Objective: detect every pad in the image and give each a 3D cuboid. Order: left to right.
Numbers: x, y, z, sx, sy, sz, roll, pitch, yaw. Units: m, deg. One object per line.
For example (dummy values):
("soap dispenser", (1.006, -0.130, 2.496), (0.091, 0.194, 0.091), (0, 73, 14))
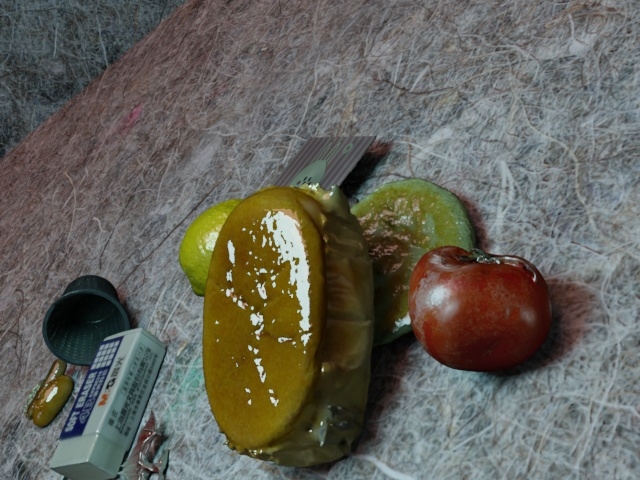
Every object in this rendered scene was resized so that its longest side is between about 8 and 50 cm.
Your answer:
("pad", (-0.020, -0.127, 1.570), (0.202, 0.005, 0.299), (-53, 24, -10))

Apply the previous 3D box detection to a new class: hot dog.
("hot dog", (-0.571, 0.321, 1.703), (0.140, 0.060, 0.089), (-51, 38, -14))

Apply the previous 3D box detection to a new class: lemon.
("lemon", (-0.162, 0.017, 1.468), (0.193, 0.180, 0.181), (-21, 40, 30))

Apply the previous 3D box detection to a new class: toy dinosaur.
("toy dinosaur", (-0.297, 0.386, 1.354), (0.108, 0.032, 0.220), (-23, 49, 25))

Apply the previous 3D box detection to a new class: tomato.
("tomato", (0.200, 0.085, 1.023), (0.186, 0.152, 0.187), (-6, 13, 1))

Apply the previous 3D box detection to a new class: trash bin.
("trash bin", (-0.494, 0.157, 1.716), (0.175, 0.175, 0.161), (-44, 22, 4))

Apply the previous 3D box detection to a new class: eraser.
("eraser", (-0.392, 0.304, 1.500), (0.124, 0.081, 0.279), (-18, 42, 36))

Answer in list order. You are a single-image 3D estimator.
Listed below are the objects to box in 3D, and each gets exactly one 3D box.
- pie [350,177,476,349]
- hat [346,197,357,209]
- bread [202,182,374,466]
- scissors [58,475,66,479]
("pie", (0.106, 0.040, 1.243), (0.323, 0.070, 0.323), (-25, 42, 25))
("hat", (0.025, -0.065, 1.466), (0.087, 0.042, 0.058), (0, 55, 48))
("bread", (-0.051, 0.118, 1.137), (0.236, 0.183, 0.389), (-17, 66, 46))
("scissors", (-0.474, 0.420, 1.530), (0.058, 0.014, 0.119), (-21, 37, 35))
